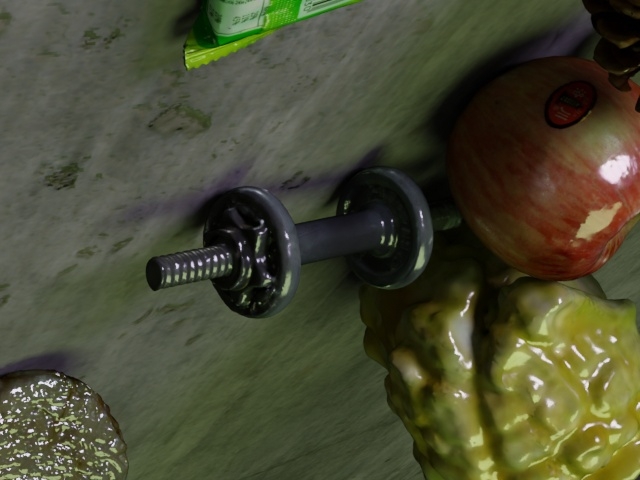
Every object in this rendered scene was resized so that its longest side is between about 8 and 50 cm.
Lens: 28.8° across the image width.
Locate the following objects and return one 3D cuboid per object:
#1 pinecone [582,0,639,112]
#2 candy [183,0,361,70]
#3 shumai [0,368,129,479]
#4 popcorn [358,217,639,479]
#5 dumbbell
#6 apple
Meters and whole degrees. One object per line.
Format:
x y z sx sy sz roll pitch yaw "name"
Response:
0.204 -0.140 0.630 0.174 0.173 0.173 -27 160 -10 "pinecone"
-0.004 -0.136 0.507 0.102 0.032 0.178 -19 159 -19 "candy"
-0.195 0.135 0.841 0.099 0.123 0.087 -43 -154 -21 "shumai"
0.135 0.088 0.926 0.195 0.256 0.255 -39 154 -12 "popcorn"
0.000 0.000 0.768 0.254 0.081 0.081 -12 153 -42 "dumbbell"
0.150 -0.048 0.800 0.146 0.131 0.146 -40 162 -16 "apple"
